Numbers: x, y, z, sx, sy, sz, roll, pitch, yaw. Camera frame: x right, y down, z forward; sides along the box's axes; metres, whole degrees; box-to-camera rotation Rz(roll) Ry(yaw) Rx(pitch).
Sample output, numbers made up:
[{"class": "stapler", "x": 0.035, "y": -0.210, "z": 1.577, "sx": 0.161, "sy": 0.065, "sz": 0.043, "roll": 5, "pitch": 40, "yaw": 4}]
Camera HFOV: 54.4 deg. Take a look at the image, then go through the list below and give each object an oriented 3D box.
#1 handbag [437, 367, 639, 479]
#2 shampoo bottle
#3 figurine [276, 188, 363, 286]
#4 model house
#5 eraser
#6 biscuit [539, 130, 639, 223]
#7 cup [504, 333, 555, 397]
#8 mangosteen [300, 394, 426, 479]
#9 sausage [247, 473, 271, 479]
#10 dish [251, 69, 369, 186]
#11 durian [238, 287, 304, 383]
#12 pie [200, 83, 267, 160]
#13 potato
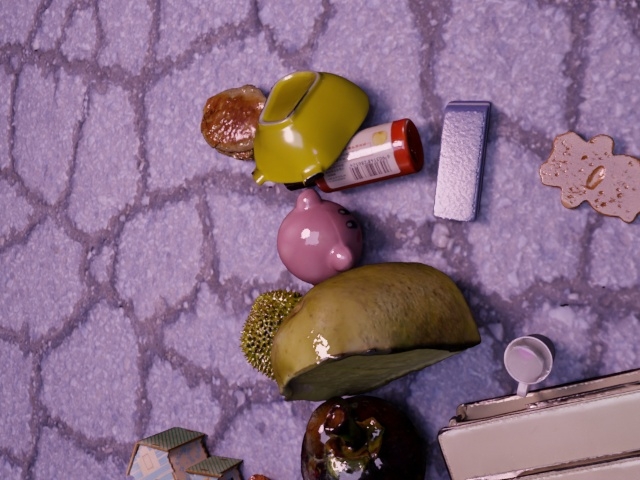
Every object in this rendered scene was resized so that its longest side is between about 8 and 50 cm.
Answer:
[{"class": "handbag", "x": 0.397, "y": 0.362, "z": 0.993, "sx": 0.358, "sy": 0.160, "sz": 0.237, "roll": -20, "pitch": 87, "yaw": 25}, {"class": "shampoo bottle", "x": 0.052, "y": -0.152, "z": 1.204, "sx": 0.278, "sy": 0.104, "sz": 0.104, "roll": -11, "pitch": 84, "yaw": 26}, {"class": "figurine", "x": 0.000, "y": 0.000, "z": 1.193, "sx": 0.173, "sy": 0.173, "sz": 0.173, "roll": -1, "pitch": 89, "yaw": 27}, {"class": "model house", "x": -0.318, "y": 0.512, "z": 1.344, "sx": 0.271, "sy": 0.178, "sz": 0.206, "roll": -35, "pitch": 73, "yaw": 25}, {"class": "eraser", "x": 0.258, "y": -0.147, "z": 1.138, "sx": 0.082, "sy": 0.036, "sz": 0.225, "roll": 6, "pitch": 92, "yaw": 26}, {"class": "biscuit", "x": 0.462, "y": -0.110, "z": 1.040, "sx": 0.184, "sy": 0.027, "sz": 0.133, "roll": 18, "pitch": 96, "yaw": 24}, {"class": "cup", "x": 0.351, "y": 0.207, "z": 1.039, "sx": 0.074, "sy": 0.116, "sz": 0.104, "roll": 11, "pitch": 93, "yaw": 26}, {"class": "mangosteen", "x": 0.065, "y": 0.377, "z": 1.090, "sx": 0.231, "sy": 0.289, "sz": 0.231, "roll": -7, "pitch": 60, "yaw": 13}, {"class": "sausage", "x": -0.119, "y": 0.587, "z": 1.294, "sx": 0.076, "sy": 0.076, "sz": 0.197, "roll": -8, "pitch": 84, "yaw": 26}, {"class": "dish", "x": -0.043, "y": -0.233, "z": 1.182, "sx": 0.221, "sy": 0.108, "sz": 0.262, "roll": 5, "pitch": 57, "yaw": 39}, {"class": "durian", "x": -0.076, "y": 0.194, "z": 1.230, "sx": 0.146, "sy": 0.159, "sz": 0.198, "roll": 9, "pitch": 93, "yaw": 32}, {"class": "pie", "x": -0.178, "y": -0.256, "z": 1.340, "sx": 0.193, "sy": 0.079, "sz": 0.163, "roll": 10, "pitch": 88, "yaw": 29}, {"class": "potato", "x": 0.045, "y": 0.139, "z": 1.079, "sx": 0.330, "sy": 0.280, "sz": 0.213, "roll": -35, "pitch": 58, "yaw": 38}]
